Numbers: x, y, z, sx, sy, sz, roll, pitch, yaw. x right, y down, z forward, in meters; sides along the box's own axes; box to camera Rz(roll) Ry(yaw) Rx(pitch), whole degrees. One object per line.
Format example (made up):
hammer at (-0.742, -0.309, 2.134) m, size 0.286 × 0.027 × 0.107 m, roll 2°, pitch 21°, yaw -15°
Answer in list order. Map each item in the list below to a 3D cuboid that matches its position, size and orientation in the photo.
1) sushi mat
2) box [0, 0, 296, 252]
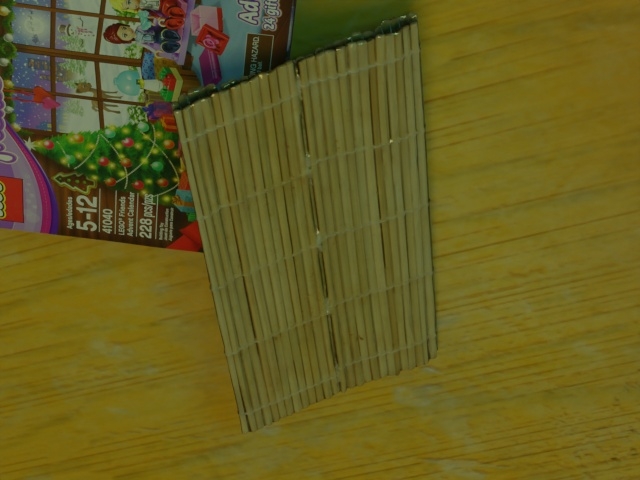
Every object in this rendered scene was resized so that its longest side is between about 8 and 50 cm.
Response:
sushi mat at (0.000, 0.000, 1.085) m, size 0.151 × 0.019 × 0.316 m, roll -19°, pitch 139°, yaw -10°
box at (-0.116, -0.120, 1.011) m, size 0.201 × 0.057 × 0.293 m, roll 7°, pitch 134°, yaw -1°
